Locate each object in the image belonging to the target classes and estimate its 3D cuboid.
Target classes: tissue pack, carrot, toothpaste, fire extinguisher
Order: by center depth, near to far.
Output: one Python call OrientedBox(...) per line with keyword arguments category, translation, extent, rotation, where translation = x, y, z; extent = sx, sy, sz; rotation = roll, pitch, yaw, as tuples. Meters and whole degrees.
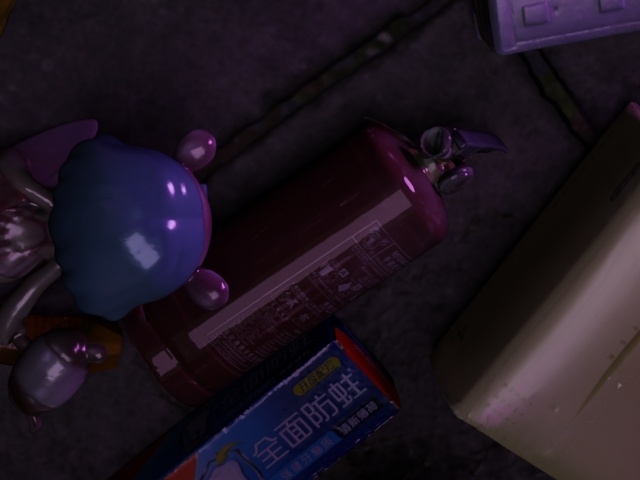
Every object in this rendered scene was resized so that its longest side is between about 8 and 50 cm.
OrientedBox(category="fire extinguisher", translation=(0.000, 0.000, 1.172), extent=(0.269, 0.105, 0.105), rotation=(-35, 111, 8))
OrientedBox(category="tissue pack", translation=(0.209, 0.049, 1.191), extent=(0.159, 0.125, 0.234), rotation=(34, 104, -17))
OrientedBox(category="carrot", translation=(-0.220, 0.063, 1.199), extent=(0.170, 0.042, 0.042), rotation=(9, 110, -8))
OrientedBox(category="toothpaste", translation=(-0.091, 0.178, 1.244), extent=(0.320, 0.066, 0.076), rotation=(-40, 110, 9))

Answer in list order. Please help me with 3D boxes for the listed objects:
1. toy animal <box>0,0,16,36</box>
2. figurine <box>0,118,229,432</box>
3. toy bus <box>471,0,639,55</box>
OrientedBox(category="toy animal", translation=(-0.250, -0.194, 1.080), extent=(0.159, 0.070, 0.083), rotation=(25, 148, -2))
OrientedBox(category="figurine", translation=(-0.186, 0.017, 1.116), extent=(0.260, 0.103, 0.205), rotation=(-4, 82, 19))
OrientedBox(category="toy bus", translation=(0.192, -0.166, 1.133), extent=(0.190, 0.075, 0.064), rotation=(-10, 111, -1))
